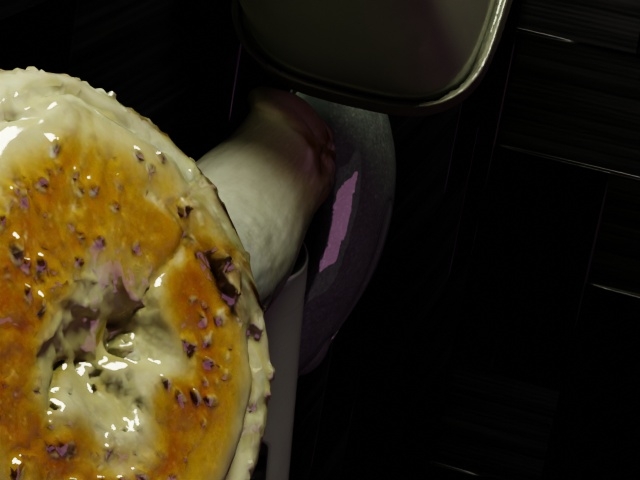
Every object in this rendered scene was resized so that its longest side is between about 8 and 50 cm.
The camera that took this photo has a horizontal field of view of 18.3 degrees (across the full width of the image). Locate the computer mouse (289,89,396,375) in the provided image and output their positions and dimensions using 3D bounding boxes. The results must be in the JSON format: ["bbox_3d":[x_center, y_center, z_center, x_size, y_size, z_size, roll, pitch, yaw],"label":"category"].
[{"bbox_3d":[0.003,0.001,1.964,0.203,0.114,0.374,-35,139,-73],"label":"computer mouse"}]

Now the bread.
[{"bbox_3d":[-0.158,0.063,1.062,0.305,0.159,0.305,21,59,-41],"label":"bread"}]

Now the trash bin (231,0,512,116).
[{"bbox_3d":[0.026,-0.252,1.569,0.250,0.219,0.220,57,46,-65],"label":"trash bin"}]

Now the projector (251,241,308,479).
[{"bbox_3d":[-0.075,0.142,1.797,0.108,0.108,0.337,-60,159,-53],"label":"projector"}]

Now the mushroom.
[{"bbox_3d":[-0.089,-0.004,1.537,0.397,0.126,0.177,-39,133,-65],"label":"mushroom"}]
